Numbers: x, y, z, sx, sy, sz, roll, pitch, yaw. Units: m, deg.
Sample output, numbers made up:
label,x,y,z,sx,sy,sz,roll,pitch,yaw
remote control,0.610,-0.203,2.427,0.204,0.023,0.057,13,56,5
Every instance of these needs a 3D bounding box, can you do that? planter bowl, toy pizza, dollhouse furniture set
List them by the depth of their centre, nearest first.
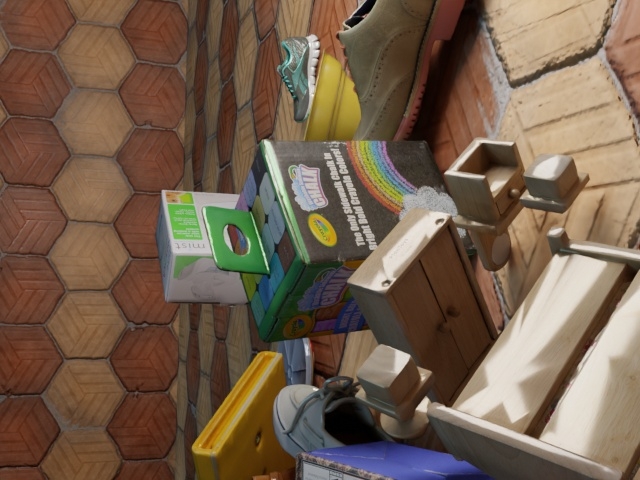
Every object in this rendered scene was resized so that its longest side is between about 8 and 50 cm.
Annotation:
label,x,y,z,sx,sy,sz,roll,pitch,yaw
dollhouse furniture set,0.218,0.084,0.620,0.356,0.303,0.173,14,142,44
planter bowl,0.024,-0.176,1.188,0.217,0.090,0.217,-167,90,-87
toy pizza,-0.043,0.248,1.462,0.201,0.032,0.201,-177,90,-71

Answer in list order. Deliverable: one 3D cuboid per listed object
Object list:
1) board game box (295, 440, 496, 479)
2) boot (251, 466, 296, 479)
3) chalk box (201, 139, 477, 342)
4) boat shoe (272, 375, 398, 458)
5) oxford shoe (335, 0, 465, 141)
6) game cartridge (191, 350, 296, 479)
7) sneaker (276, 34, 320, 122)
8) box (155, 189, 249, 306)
label,x,y,z,sx,sy,sz,roll,pitch,yaw
board game box,0.093,0.372,0.788,0.232,0.141,0.291,-4,84,53
boot,-0.038,0.463,1.237,0.073,0.152,0.197,133,136,-62
chalk box,0.000,0.000,0.933,0.179,0.289,0.180,118,141,-49
boat shoe,0.033,0.255,1.085,0.367,0.136,0.156,-141,56,-63
oxford shoe,0.076,-0.227,0.981,0.123,0.130,0.348,-86,13,-57
game cartridge,-0.117,0.398,1.315,0.285,0.053,0.323,-52,-38,-60
sneaker,-0.049,-0.308,1.472,0.065,0.076,0.166,-160,73,-71
box,-0.186,0.016,1.553,0.231,0.262,0.126,-114,32,-54
